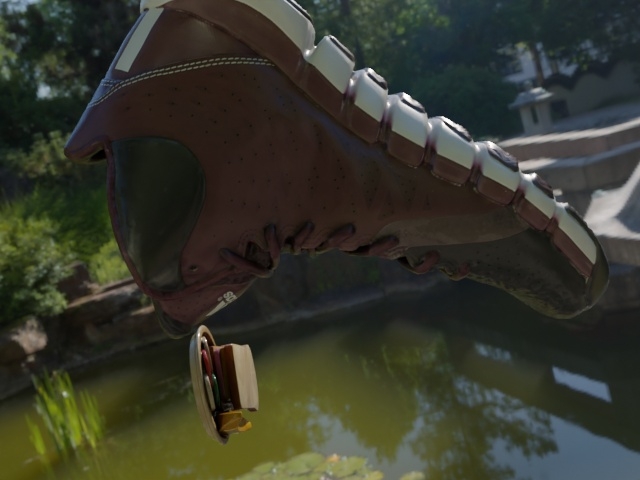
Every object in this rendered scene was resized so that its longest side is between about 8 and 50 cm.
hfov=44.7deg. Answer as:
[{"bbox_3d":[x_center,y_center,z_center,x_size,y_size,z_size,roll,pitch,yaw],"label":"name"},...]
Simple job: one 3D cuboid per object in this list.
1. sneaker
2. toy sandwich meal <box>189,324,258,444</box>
[{"bbox_3d":[0.000,0.000,0.398,0.162,0.281,0.106,-57,8,-9],"label":"sneaker"},{"bbox_3d":[-0.060,0.092,0.502,0.029,0.085,0.085,-12,8,1],"label":"toy sandwich meal"}]
